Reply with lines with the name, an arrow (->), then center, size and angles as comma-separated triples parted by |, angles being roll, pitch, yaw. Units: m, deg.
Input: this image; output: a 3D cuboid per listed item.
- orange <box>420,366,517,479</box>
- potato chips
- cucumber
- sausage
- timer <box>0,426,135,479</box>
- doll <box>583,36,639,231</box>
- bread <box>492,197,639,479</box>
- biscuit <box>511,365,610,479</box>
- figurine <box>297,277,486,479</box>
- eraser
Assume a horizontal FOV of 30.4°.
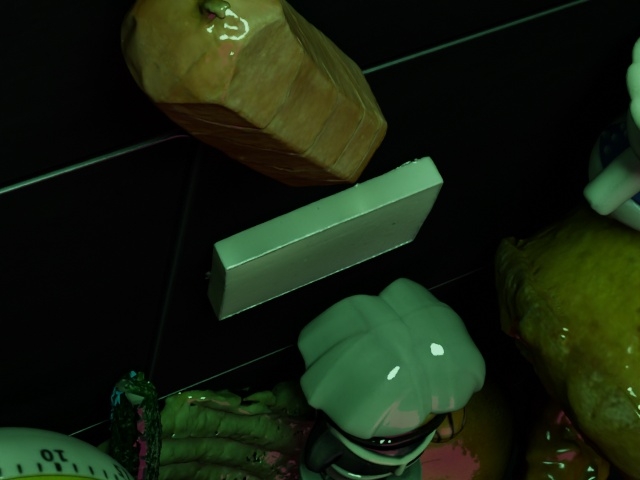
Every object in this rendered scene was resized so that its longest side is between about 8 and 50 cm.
orange -> 0.123, 0.251, 1.433 | 0.249, 0.183, 0.249 | -26, 165, -7
potato chips -> -0.160, 0.251, 1.155 | 0.389, 0.097, 0.373 | -6, 156, -43
cucumber -> -0.151, 0.201, 0.946 | 0.044, 0.043, 0.256 | -26, 138, -39
sausage -> -0.025, -0.062, 0.453 | 0.065, 0.065, 0.169 | -30, 163, 13
timer -> -0.212, 0.293, 0.798 | 0.285, 0.285, 0.285 | -24, 164, -8
doll -> 0.236, -0.071, 0.758 | 0.138, 0.119, 0.293 | -30, 170, -3
bread -> 0.252, 0.048, 0.966 | 0.194, 0.179, 0.340 | -36, -165, 13
biscuit -> 0.297, 0.226, 1.435 | 0.111, 0.311, 0.318 | 10, 180, 8
figurine -> 0.062, 0.139, 1.036 | 0.176, 0.133, 0.236 | -22, 143, -25
eraser -> 0.000, 0.000, 0.755 | 0.150, 0.023, 0.104 | -22, 164, -15
